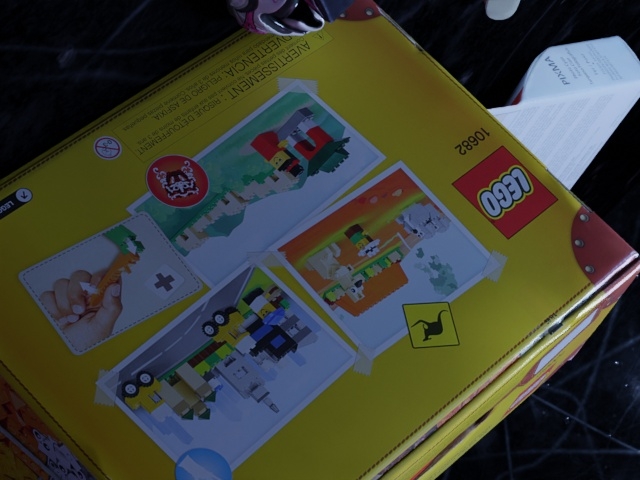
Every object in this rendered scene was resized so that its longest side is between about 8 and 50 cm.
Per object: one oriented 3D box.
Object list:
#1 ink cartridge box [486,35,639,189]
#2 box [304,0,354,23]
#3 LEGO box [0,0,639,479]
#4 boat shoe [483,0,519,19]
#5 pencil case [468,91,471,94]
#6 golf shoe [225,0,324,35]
[{"bbox_3d":[0.212,-0.116,2.425,0.385,0.091,0.308,-11,148,-37],"label":"ink cartridge box"},{"bbox_3d":[0.036,-0.297,1.141,0.270,0.165,0.143,-44,167,-2],"label":"box"},{"bbox_3d":[-0.047,0.059,1.501,0.500,0.372,0.193,-36,164,-32],"label":"LEGO box"},{"bbox_3d":[0.202,-0.287,1.910,0.137,0.049,0.043,114,-17,-50],"label":"boat shoe"},{"bbox_3d":[0.073,-0.114,1.877,0.124,0.124,0.284,-49,165,15],"label":"pencil case"},{"bbox_3d":[-0.032,-0.183,1.444,0.067,0.086,0.186,-49,167,8],"label":"golf shoe"}]
